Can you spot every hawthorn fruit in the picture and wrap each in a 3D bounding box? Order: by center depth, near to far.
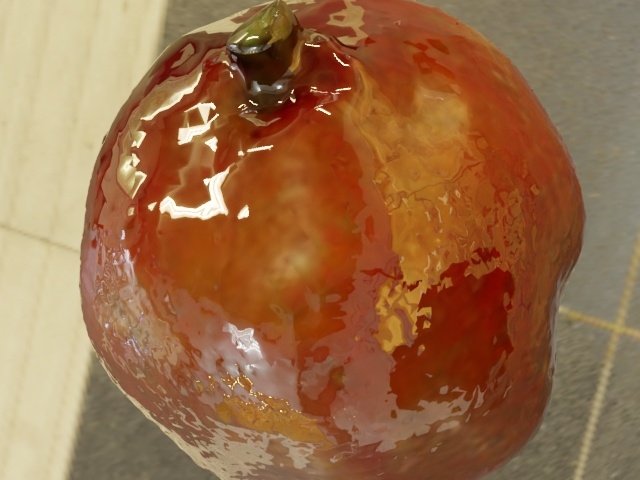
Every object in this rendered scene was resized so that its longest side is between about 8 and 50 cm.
[{"bbox_3d":[0.000,0.000,0.548,0.169,0.188,0.169,-7,61,12],"label":"hawthorn fruit"}]
